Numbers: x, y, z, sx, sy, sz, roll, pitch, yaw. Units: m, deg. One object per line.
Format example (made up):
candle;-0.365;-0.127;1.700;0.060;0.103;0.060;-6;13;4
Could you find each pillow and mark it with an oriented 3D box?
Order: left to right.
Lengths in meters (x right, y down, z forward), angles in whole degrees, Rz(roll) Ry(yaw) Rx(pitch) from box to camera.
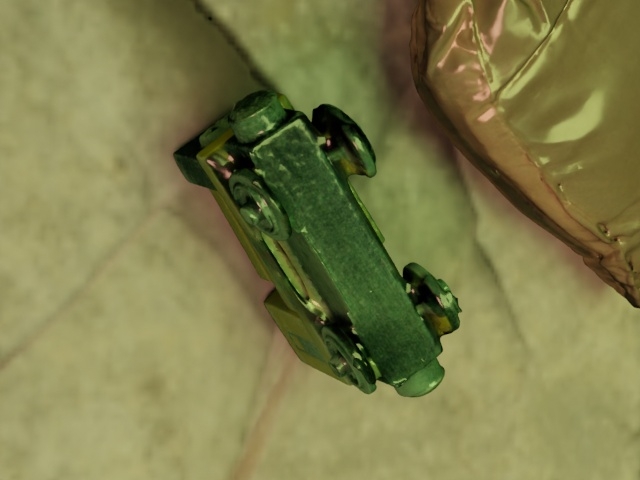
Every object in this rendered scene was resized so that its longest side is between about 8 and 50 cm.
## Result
pillow;0.133;-0.128;0.731;0.173;0.067;0.270;37;75;-35

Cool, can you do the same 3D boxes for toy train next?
toy train;0.000;0.000;0.650;0.050;0.081;0.122;-37;112;-15
